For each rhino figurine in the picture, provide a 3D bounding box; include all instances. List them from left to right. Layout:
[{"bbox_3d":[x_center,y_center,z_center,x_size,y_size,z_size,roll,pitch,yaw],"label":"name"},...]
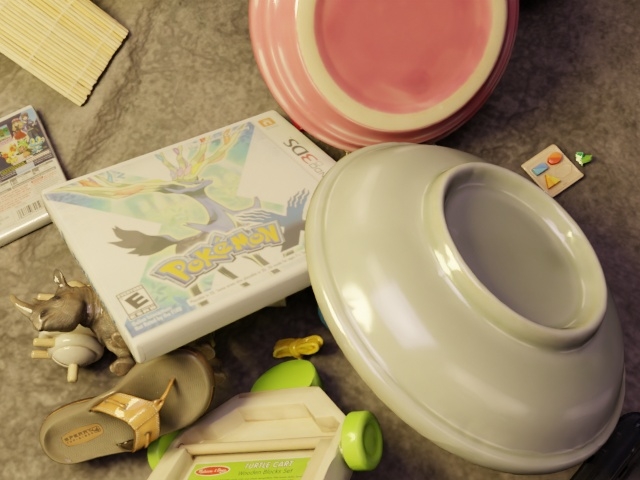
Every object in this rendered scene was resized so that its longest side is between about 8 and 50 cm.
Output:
[{"bbox_3d":[-0.219,0.091,0.823,0.243,0.073,0.106,16,30,-26],"label":"rhino figurine"}]

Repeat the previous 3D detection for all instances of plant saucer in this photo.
[{"bbox_3d":[0.085,-0.258,0.862,0.332,0.332,0.084,-21,22,-6],"label":"plant saucer"},{"bbox_3d":[0.181,0.031,0.763,0.400,0.100,0.401,19,47,-21],"label":"plant saucer"}]

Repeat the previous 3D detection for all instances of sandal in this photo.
[{"bbox_3d":[-0.207,0.184,0.776,0.219,0.060,0.090,-23,105,10],"label":"sandal"}]

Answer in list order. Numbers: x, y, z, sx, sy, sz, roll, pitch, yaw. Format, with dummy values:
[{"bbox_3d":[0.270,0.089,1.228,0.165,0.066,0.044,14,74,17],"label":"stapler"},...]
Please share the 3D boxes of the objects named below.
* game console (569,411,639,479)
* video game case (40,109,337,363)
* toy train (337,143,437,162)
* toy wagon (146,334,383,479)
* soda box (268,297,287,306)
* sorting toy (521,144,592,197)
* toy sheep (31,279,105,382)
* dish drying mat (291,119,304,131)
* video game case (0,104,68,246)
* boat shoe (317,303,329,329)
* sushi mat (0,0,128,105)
[{"bbox_3d":[0.270,0.341,0.755,0.213,0.044,0.361,41,74,18],"label":"game console"},{"bbox_3d":[-0.118,-0.030,0.860,0.328,0.036,0.300,-24,45,-23],"label":"video game case"},{"bbox_3d":[0.084,-0.107,0.975,0.166,0.046,0.125,-10,80,-6],"label":"toy train"},{"bbox_3d":[-0.068,0.227,0.752,0.267,0.068,0.344,-11,26,29],"label":"toy wagon"},{"bbox_3d":[-0.149,0.039,0.903,0.216,0.074,0.069,0,65,3],"label":"soda box"},{"bbox_3d":[0.314,-0.100,0.971,0.083,0.012,0.062,-34,67,-11],"label":"sorting toy"},{"bbox_3d":[-0.292,0.106,0.875,0.091,0.091,0.132,-7,61,1],"label":"toy sheep"},{"bbox_3d":[-0.033,-0.188,1.038,0.032,0.008,0.083,-24,66,-6],"label":"dish drying mat"},{"bbox_3d":[-0.451,-0.072,1.003,0.201,0.023,0.184,-28,67,-8],"label":"video game case"},{"bbox_3d":[0.127,0.090,0.839,0.258,0.109,0.089,26,52,3],"label":"boat shoe"},{"bbox_3d":[-0.423,-0.332,1.005,0.019,0.316,0.152,-4,57,51],"label":"sushi mat"}]
